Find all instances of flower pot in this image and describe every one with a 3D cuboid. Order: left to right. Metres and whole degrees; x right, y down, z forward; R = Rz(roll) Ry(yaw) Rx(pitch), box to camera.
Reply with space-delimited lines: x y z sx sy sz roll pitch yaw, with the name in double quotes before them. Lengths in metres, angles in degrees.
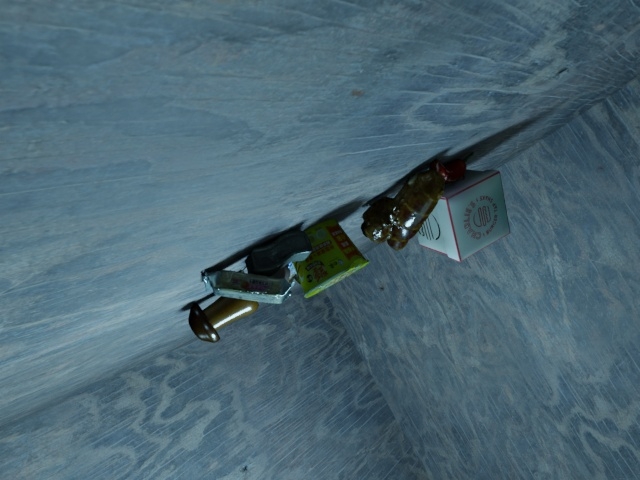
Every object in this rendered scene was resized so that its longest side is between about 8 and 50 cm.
"flower pot" -0.148 0.048 1.580 0.229 0.103 0.108 -24 170 -24

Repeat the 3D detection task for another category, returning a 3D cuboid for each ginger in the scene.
"ginger" 0.322 -0.129 1.817 0.254 0.176 0.418 20 134 -15

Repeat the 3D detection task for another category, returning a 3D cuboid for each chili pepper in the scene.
"chili pepper" 0.542 -0.296 1.894 0.369 0.092 0.137 -23 157 -50

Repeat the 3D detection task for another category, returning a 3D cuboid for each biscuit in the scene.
"biscuit" -0.248 0.160 1.552 0.309 0.079 0.186 9 158 -4

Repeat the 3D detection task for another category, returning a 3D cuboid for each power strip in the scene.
"power strip" -0.195 0.120 1.688 0.154 0.154 0.078 -30 174 7

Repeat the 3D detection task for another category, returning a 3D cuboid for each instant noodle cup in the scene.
"instant noodle cup" 0.016 0.063 1.805 0.312 0.221 0.311 -29 172 -4

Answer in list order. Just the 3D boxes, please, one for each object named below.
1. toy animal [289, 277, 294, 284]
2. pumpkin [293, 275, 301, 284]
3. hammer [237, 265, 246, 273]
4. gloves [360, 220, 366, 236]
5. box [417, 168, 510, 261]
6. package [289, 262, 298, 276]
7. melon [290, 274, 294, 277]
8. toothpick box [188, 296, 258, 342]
"toy animal" -0.205 0.221 2.502 0.186 0.093 0.214 -28 180 25
"pumpkin" -0.038 0.142 2.316 0.224 0.157 0.223 -25 -173 3
"hammer" -0.298 0.110 1.757 0.036 0.019 0.110 -21 163 -44
"gloves" 0.264 -0.098 2.051 0.164 0.124 0.203 -52 170 -49
"box" 0.621 -0.132 2.050 0.312 0.314 0.300 -26 -158 -17
"package" -0.073 0.105 2.023 0.173 0.027 0.171 10 132 -23
"melon" -0.161 0.129 2.078 0.202 0.093 0.140 -41 155 28
"toothpick box" -0.427 0.311 1.965 0.294 0.192 0.192 -33 173 -17
